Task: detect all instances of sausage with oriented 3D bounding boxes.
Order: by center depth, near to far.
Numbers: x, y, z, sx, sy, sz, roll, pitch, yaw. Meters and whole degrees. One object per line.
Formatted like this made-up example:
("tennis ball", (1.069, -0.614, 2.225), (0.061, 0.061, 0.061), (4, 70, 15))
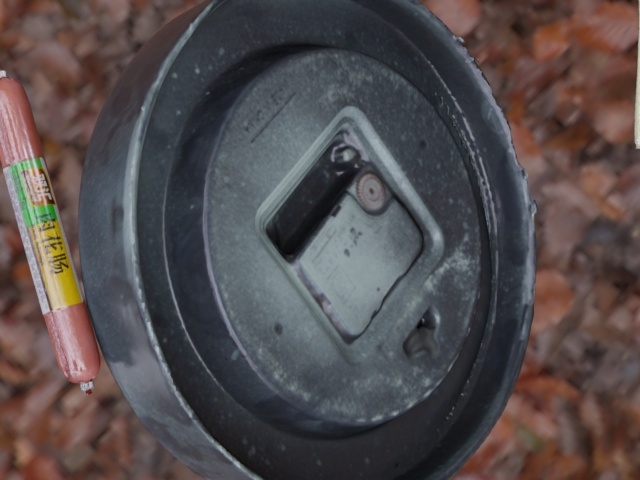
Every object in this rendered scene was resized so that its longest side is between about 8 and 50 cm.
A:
("sausage", (-0.182, -0.006, 1.233), (0.029, 0.029, 0.223), (-18, 87, 40))

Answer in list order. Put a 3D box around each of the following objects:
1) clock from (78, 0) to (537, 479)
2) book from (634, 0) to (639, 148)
("clock", (0.000, 0.000, 1.324), (0.076, 0.386, 0.386), (-8, 114, 49))
("book", (0.286, -0.165, 1.410), (0.026, 0.231, 0.158), (8, 108, 28))
